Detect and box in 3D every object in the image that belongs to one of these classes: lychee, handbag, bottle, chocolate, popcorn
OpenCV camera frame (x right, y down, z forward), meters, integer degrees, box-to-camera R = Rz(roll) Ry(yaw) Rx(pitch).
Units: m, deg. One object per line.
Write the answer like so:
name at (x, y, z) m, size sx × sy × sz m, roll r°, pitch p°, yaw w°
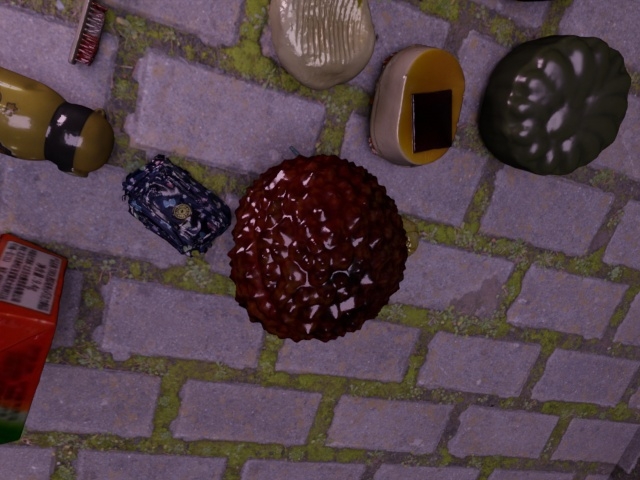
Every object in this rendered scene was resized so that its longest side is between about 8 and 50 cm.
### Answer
lychee at (0.000, 0.000, 0.995) m, size 0.425 × 0.500 × 0.424 m, roll 17°, pitch 136°, yaw 17°
handbag at (-0.346, -0.076, 1.036) m, size 0.162 × 0.113 × 0.260 m, roll -39°, pitch 121°, yaw 10°
bottle at (-0.613, -0.250, 0.874) m, size 0.351 × 0.171 × 0.171 m, roll 20°, pitch 104°, yaw -19°
chocolate at (-0.690, 0.215, 0.935) m, size 0.162 × 0.360 × 0.341 m, roll 17°, pitch 105°, yaw -32°
popcorn at (0.224, -0.011, 1.206) m, size 0.121 × 0.116 × 0.106 m, roll 38°, pitch 62°, yaw 16°

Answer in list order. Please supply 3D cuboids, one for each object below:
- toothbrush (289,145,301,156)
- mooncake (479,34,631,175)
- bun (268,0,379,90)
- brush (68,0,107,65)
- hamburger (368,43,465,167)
toothbrush at (-0.021, -0.187, 1.124) m, size 0.011 × 0.014 × 0.167 m, roll -41°, pitch 114°, yaw 13°
mooncake at (0.611, -0.349, 1.122) m, size 0.357 × 0.194 × 0.356 m, roll -4°, pitch 109°, yaw -12°
bun at (-0.004, -0.462, 0.955) m, size 0.259 × 0.160 × 0.259 m, roll -5°, pitch 102°, yaw -26°
brush at (-0.455, -0.516, 0.879) m, size 0.050 × 0.060 × 0.320 m, roll 15°, pitch 106°, yaw -31°
hamburger at (0.238, -0.330, 1.066) m, size 0.227 × 0.151 × 0.295 m, roll 3°, pitch 104°, yaw -21°
